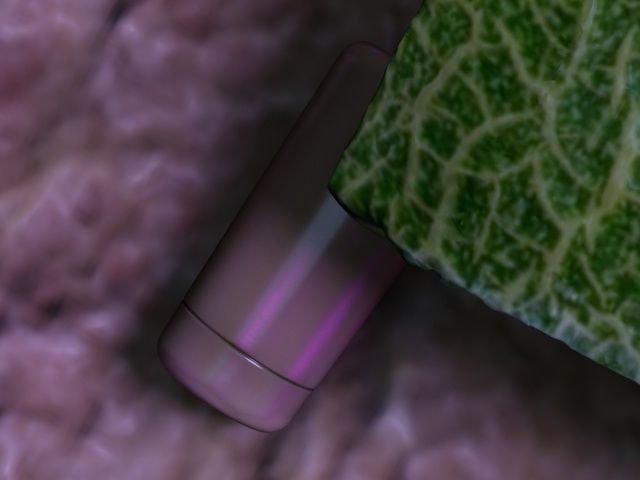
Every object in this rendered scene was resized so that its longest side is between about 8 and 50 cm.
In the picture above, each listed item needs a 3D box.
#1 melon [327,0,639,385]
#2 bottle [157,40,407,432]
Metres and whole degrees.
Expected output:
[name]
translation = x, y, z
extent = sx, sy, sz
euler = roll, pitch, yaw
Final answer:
[melon]
translation = 0.162, -0.100, 0.432
extent = 0.196, 0.124, 0.323
euler = 30, 93, 0
[bottle]
translation = 0.000, 0.000, 0.487
extent = 0.045, 0.045, 0.096
euler = 35, 95, 7
